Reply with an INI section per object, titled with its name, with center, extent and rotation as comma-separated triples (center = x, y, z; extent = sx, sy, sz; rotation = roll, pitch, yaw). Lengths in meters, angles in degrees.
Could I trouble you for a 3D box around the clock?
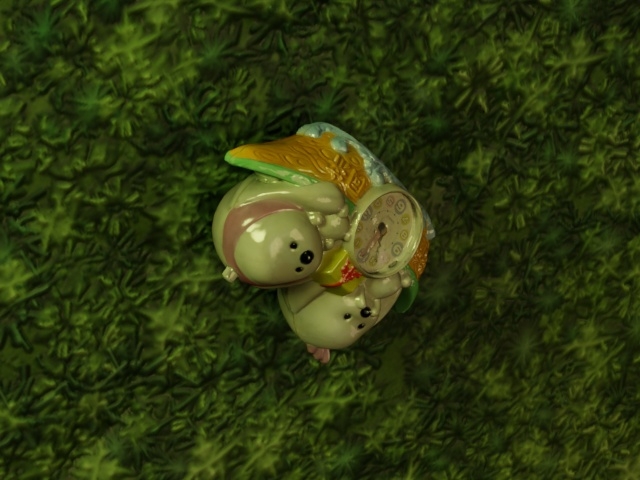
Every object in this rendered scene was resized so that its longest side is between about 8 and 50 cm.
[clock]
center = 0.000, 0.000, 1.218
extent = 0.144, 0.103, 0.231
rotation = -55, 129, -12
